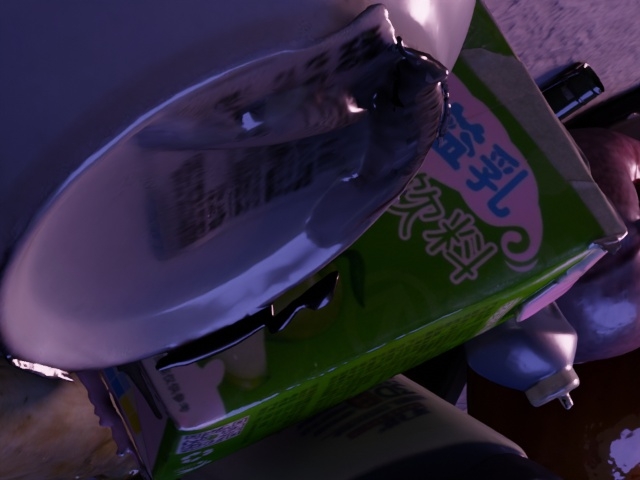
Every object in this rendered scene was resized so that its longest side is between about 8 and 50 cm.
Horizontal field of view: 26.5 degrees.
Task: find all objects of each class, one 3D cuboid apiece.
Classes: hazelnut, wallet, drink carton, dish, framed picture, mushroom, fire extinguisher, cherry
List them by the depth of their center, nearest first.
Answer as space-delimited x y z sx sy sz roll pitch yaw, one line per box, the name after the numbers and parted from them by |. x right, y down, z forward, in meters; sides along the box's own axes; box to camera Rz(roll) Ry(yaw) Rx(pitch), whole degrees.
-0.053 -0.039 0.464 0.316 0.106 0.316 -27 156 -13 | dish
0.000 0.000 0.695 0.271 0.161 0.108 -24 165 -20 | drink carton
-0.195 0.128 0.956 0.100 0.081 0.312 -51 160 6 | mushroom
0.159 -0.094 0.967 0.083 0.025 0.038 -35 127 25 | fire extinguisher
0.197 0.006 1.075 0.266 0.183 0.213 -13 166 43 | cherry
0.265 -0.077 1.232 0.146 0.030 0.285 -23 164 -11 | wallet
0.331 0.144 1.493 0.366 0.365 0.366 -27 166 -7 | hazelnut
0.103 0.233 1.645 0.265 0.018 0.192 -63 -169 -11 | framed picture

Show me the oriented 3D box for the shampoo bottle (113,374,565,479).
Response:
-0.018 0.107 0.774 0.134 0.078 0.359 -20 -154 -27 | shampoo bottle

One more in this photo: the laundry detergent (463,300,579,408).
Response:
0.107 0.022 0.895 0.061 0.206 0.097 -36 166 28 | laundry detergent

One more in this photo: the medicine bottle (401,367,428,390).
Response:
-0.007 0.255 1.632 0.151 0.151 0.322 -19 163 -36 | medicine bottle

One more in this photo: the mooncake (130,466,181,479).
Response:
-0.058 0.349 1.366 0.246 0.393 0.394 -26 -178 -10 | mooncake
